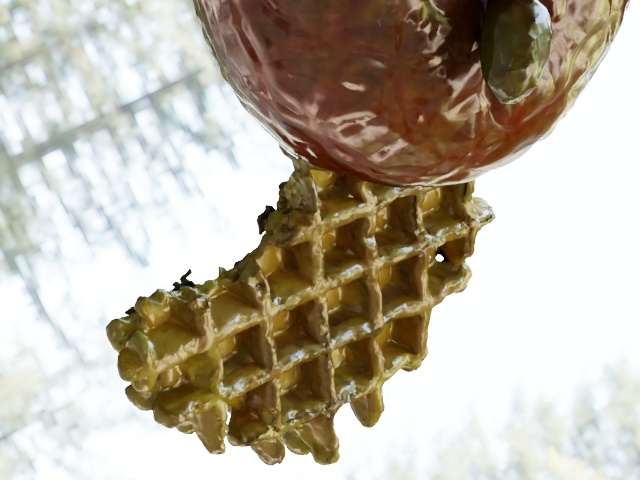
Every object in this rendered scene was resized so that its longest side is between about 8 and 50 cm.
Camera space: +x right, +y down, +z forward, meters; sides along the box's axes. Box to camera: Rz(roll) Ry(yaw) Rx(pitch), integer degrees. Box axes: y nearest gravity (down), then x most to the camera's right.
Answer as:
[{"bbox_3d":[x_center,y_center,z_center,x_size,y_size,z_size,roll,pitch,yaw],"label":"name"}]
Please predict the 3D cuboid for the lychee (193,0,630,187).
[{"bbox_3d":[0.052,-0.152,0.908,0.300,0.255,0.255,28,-38,44],"label":"lychee"}]

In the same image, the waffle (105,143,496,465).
[{"bbox_3d":[0.000,0.000,1.143,0.069,0.293,0.259,28,0,45],"label":"waffle"}]
